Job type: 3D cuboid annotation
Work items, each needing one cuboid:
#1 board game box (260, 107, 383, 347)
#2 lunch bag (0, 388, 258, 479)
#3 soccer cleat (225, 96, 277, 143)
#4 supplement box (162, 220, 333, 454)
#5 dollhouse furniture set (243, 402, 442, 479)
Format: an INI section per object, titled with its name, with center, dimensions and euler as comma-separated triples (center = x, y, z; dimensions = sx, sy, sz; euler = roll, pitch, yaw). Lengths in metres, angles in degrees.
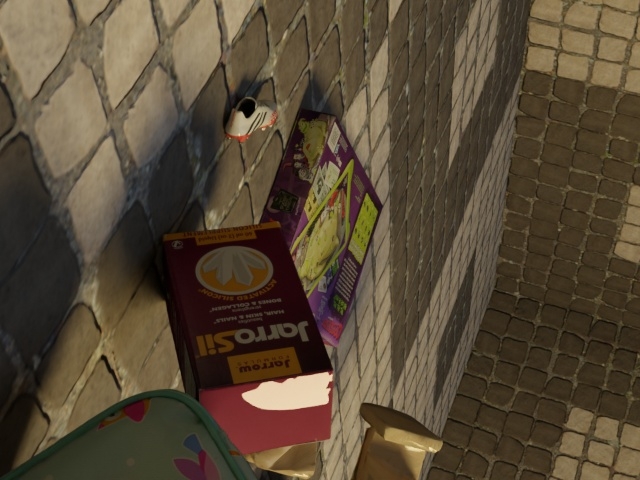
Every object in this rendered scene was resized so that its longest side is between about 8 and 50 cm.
[board game box]
center = 0.000, 0.000, 1.290
dimensions = 0.347, 0.056, 0.208
euler = 52, 51, -71
[lunch bag]
center = -0.107, 0.252, 0.671
dimensions = 0.224, 0.279, 0.108
euler = -30, 153, -12
[soccer cleat]
center = -0.061, -0.117, 0.986
dimensions = 0.083, 0.029, 0.036
euler = -45, 152, -53
[supplement box]
center = -0.062, 0.075, 0.864
dimensions = 0.188, 0.104, 0.081
euler = -113, -160, -49
[dollhouse furniture set]
center = 0.046, 0.378, 1.287
dimensions = 0.256, 0.394, 0.362
euler = -166, -88, -78
